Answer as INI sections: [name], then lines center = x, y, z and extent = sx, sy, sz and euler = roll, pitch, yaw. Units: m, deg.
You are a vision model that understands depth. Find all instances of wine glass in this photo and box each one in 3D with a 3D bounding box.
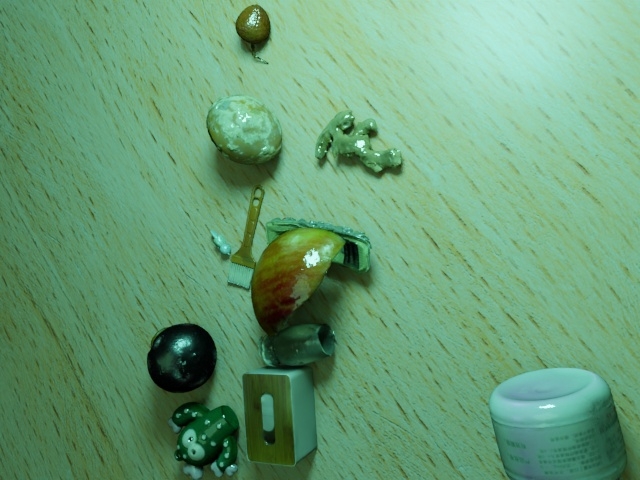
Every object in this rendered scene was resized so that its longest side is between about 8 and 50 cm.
[wine glass]
center = -0.063, 0.291, 1.673
extent = 0.205, 0.111, 0.111
euler = -17, 83, 28

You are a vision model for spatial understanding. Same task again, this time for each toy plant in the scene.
[toy plant]
center = -0.354, 0.603, 1.826
extent = 0.243, 0.112, 0.232
euler = -14, 79, 21

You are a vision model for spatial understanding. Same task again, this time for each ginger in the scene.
[ginger]
center = 0.107, -0.267, 1.611
extent = 0.259, 0.065, 0.149
euler = 18, 96, 28

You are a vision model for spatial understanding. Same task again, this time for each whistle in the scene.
[whistle]
center = -0.304, 0.007, 1.837
extent = 0.035, 0.035, 0.100
euler = -47, 70, 20

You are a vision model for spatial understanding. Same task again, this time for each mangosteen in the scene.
[mangosteen]
center = -0.431, 0.350, 1.830
extent = 0.250, 0.211, 0.211
euler = 1, 91, 58

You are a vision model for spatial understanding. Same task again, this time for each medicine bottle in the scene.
[medicine bottle]
center = 0.522, 0.462, 1.299
extent = 0.256, 0.256, 0.324
euler = -15, 91, 26

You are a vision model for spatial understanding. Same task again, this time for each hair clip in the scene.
[hair clip]
center = 0.002, -0.001, 1.648
extent = 0.322, 0.091, 0.138
euler = 12, 123, 25

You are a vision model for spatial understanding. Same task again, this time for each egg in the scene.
[egg]
center = -0.215, -0.310, 1.702
extent = 0.233, 0.195, 0.195
euler = 41, 108, 7

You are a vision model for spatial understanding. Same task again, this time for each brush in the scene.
[brush]
center = -0.215, -0.015, 1.803
extent = 0.090, 0.017, 0.314
euler = 15, 97, 23

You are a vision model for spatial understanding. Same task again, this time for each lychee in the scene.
[lychee]
center = -0.195, -0.606, 1.737
extent = 0.114, 0.101, 0.140
euler = 33, 109, 28

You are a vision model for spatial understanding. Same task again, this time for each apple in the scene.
[apple]
center = -0.081, 0.107, 1.606
extent = 0.346, 0.179, 0.254
euler = -49, 52, 41

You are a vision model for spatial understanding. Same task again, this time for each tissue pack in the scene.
[tissue pack]
center = -0.111, 0.482, 1.688
extent = 0.160, 0.136, 0.245
euler = -5, 88, 27
